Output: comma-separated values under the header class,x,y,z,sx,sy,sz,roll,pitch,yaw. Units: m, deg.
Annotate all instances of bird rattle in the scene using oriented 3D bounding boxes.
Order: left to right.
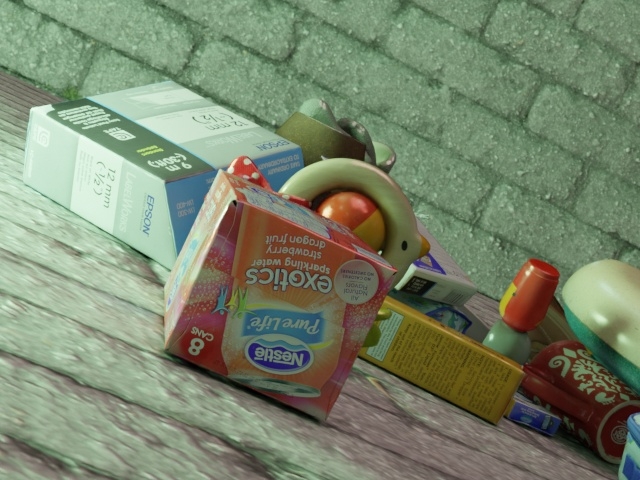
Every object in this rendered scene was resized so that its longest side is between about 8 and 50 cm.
class,x,y,z,sx,sy,sz,roll,pitch,yaw
bird rattle,0.000,0.000,1.418,0.253,0.207,0.143,53,-5,8

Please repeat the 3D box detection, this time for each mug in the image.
class,x,y,z,sx,sy,sz,roll,pitch,yaw
mug,0.340,0.219,1.699,0.150,0.113,0.169,-10,23,-19

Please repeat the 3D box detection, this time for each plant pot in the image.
class,x,y,z,sx,sy,sz,roll,pitch,yaw
plant pot,-0.034,-0.050,1.775,0.215,0.230,0.215,26,4,-2

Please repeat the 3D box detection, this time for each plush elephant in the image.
class,x,y,z,sx,sy,sz,roll,pitch,yaw
plush elephant,0.018,-0.081,2.353,0.330,0.272,0.255,24,-4,-17

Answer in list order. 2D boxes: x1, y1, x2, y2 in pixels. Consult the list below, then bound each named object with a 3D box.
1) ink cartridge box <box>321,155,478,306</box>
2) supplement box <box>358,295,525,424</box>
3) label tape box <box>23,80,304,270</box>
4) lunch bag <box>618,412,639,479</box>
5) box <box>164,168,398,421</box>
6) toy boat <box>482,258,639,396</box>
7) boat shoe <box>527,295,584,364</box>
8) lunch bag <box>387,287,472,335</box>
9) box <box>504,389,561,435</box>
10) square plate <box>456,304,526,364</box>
class,x,y,z,sx,sy,sz,roll,pitch,yaw
ink cartridge box,0.094,-0.009,1.692,0.208,0.045,0.206,52,17,25
supplement box,0.121,0.130,1.528,0.233,0.080,0.078,25,5,6
label tape box,-0.153,-0.073,1.583,0.347,0.115,0.249,27,28,31
lunch bag,0.393,0.245,1.258,0.176,0.090,0.219,5,18,-7
box,-0.049,0.037,1.175,0.154,0.142,0.300,25,4,-10
toy boat,0.348,0.118,1.634,0.318,0.148,0.267,13,22,-27
boat shoe,0.351,0.159,1.996,0.302,0.098,0.109,47,11,-48
lunch bag,0.114,0.099,1.748,0.128,0.096,0.151,29,-5,30
box,0.246,0.208,1.654,0.081,0.028,0.136,24,2,-29
square plate,0.158,0.080,2.090,0.347,0.049,0.344,41,-1,-19
